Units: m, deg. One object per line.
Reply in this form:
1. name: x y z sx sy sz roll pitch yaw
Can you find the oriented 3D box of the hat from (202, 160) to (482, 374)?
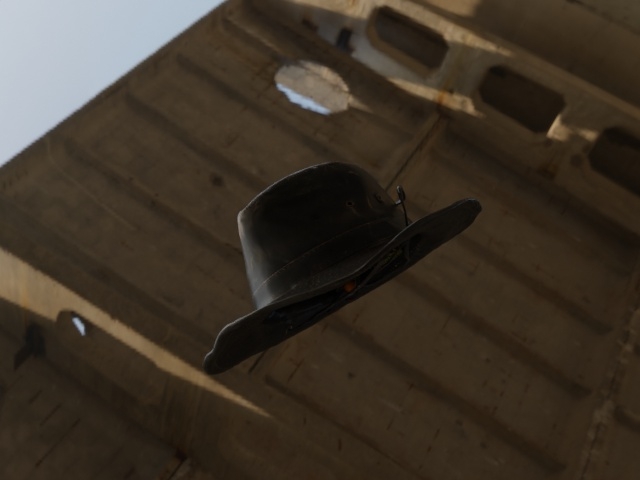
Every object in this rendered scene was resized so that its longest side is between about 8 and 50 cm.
1. hat: 0.000 0.000 0.843 0.331 0.331 0.134 -24 -100 -34
